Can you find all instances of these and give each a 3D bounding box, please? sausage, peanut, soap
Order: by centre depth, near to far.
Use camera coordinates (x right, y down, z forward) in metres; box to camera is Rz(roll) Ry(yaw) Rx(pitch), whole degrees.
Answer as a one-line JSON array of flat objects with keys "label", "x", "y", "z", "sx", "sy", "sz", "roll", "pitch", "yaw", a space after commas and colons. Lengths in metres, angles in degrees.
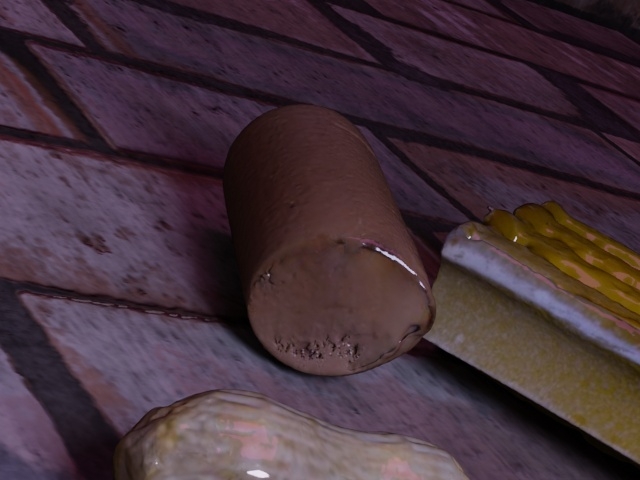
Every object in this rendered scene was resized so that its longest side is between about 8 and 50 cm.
[{"label": "peanut", "x": -0.006, "y": 0.129, "z": 0.876, "sx": 0.206, "sy": 0.087, "sz": 0.087, "roll": 17, "pitch": 20, "yaw": -28}, {"label": "sausage", "x": 0.000, "y": 0.000, "z": 1.191, "sx": 0.123, "sy": 0.123, "sz": 0.253, "roll": 21, "pitch": 18, "yaw": -15}, {"label": "soap", "x": 0.231, "y": 0.084, "z": 1.239, "sx": 0.281, "sy": 0.143, "sz": 0.259, "roll": 33, "pitch": 15, "yaw": 19}]
